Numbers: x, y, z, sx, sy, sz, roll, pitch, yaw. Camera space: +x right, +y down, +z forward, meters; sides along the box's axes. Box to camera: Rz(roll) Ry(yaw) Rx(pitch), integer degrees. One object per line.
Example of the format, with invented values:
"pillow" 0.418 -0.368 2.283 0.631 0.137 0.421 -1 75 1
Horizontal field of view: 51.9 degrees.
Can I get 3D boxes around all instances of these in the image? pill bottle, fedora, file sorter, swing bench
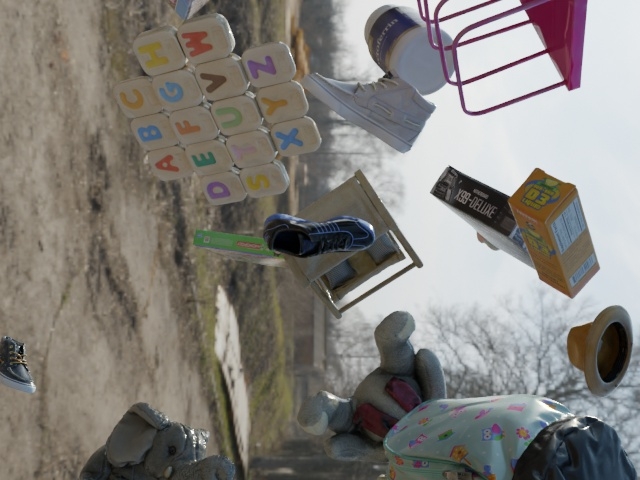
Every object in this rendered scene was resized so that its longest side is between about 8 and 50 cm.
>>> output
"pill bottle" 0.194 -0.442 1.495 0.265 0.153 0.153 -113 -160 -55
"fedora" 0.537 0.210 1.285 0.079 0.194 0.194 11 -75 48
"file sorter" 0.240 -0.360 0.962 0.202 0.182 0.291 57 16 -59
"swing bench" 0.064 0.014 1.542 0.255 0.253 0.165 47 12 -49

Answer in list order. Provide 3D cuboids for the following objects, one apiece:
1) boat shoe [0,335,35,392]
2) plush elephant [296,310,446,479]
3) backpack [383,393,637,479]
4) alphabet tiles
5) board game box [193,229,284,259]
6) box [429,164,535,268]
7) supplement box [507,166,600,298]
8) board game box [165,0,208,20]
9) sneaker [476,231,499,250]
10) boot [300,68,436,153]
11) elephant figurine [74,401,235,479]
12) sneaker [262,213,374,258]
"boat shoe" -0.691 0.277 1.487 0.065 0.183 0.083 34 77 -52
"plush elephant" 0.163 0.347 1.165 0.255 0.272 0.330 38 -15 44
"backpack" 0.141 0.193 0.541 0.182 0.152 0.115 -16 -91 49
"alphabet tiles" -0.151 -0.176 0.949 0.021 0.278 0.284 -74 150 -49
"board game box" -0.152 0.032 1.772 0.213 0.317 0.046 30 69 -67
"box" 0.413 -0.026 1.437 0.076 0.307 0.242 -55 -140 3
"supplement box" 0.364 -0.006 1.017 0.078 0.080 0.233 39 -10 44
"board game box" -0.276 -0.562 1.128 0.141 0.291 0.232 -47 -166 -11
"sneaker" 0.463 -0.008 1.799 0.070 0.051 0.134 67 0 -45
"boot" 0.096 -0.276 1.243 0.123 0.258 0.095 -56 -154 15
"elephant figurine" -0.228 0.317 0.948 0.186 0.239 0.169 50 9 16
"sneaker" 0.000 0.000 1.316 0.090 0.232 0.081 -101 -165 -60
